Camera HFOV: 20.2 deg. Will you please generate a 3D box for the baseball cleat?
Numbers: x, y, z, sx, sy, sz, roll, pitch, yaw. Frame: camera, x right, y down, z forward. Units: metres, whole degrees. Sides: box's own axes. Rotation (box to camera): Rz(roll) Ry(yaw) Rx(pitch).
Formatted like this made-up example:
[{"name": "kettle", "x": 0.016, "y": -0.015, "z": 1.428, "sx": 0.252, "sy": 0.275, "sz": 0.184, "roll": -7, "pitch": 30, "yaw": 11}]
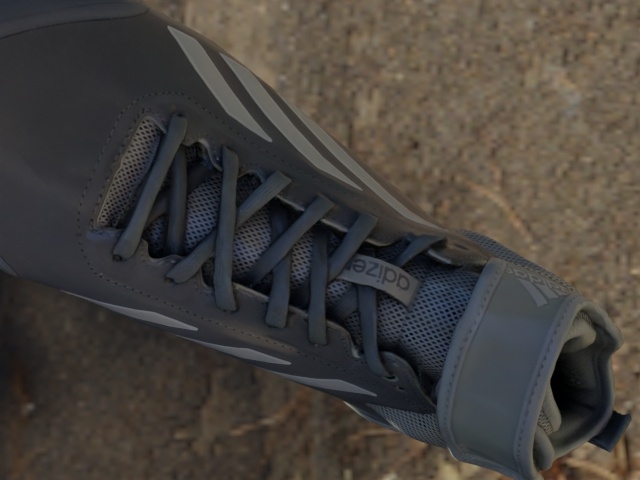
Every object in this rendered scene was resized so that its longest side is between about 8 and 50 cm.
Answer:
[{"name": "baseball cleat", "x": 0.000, "y": 0.000, "z": 0.418, "sx": 0.109, "sy": 0.206, "sz": 0.072, "roll": 17, "pitch": 84, "yaw": 50}]
